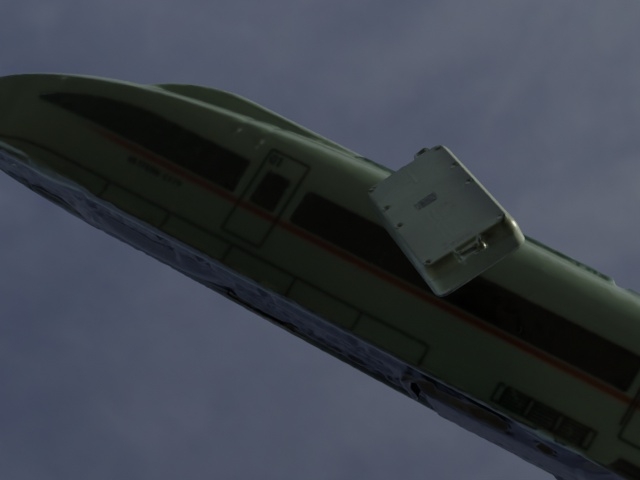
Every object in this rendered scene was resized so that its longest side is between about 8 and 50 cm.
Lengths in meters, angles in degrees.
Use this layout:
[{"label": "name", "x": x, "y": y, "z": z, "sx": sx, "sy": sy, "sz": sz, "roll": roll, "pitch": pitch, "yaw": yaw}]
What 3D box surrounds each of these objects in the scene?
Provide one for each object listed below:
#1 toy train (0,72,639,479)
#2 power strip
[{"label": "toy train", "x": 0.000, "y": 0.000, "z": 0.915, "sx": 0.407, "sy": 0.086, "sz": 0.088, "roll": 27, "pitch": -101, "yaw": 20}, {"label": "power strip", "x": 0.047, "y": -0.009, "z": 0.769, "sx": 0.040, "sy": 0.016, "sz": 0.090, "roll": -33, "pitch": -152, "yaw": -1}]
